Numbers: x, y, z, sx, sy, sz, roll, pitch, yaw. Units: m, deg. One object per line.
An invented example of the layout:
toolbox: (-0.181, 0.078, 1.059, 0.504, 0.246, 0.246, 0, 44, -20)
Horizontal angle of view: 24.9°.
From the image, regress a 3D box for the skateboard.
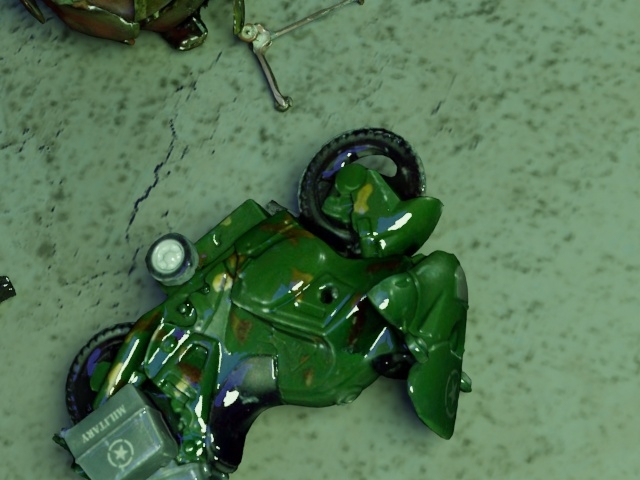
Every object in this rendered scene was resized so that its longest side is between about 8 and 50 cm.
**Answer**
skateboard: (-0.004, -0.129, 0.948, 0.083, 0.032, 0.064, -27, 75, 8)

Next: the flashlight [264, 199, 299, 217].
flashlight: (0.000, 0.000, 0.902, 0.083, 0.018, 0.018, 27, 84, 24)

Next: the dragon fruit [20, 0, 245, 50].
dragon fruit: (-0.138, -0.218, 0.945, 0.182, 0.182, 0.189, -21, 51, 9)

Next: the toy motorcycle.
toy motorcycle: (-0.024, 0.071, 0.831, 0.274, 0.125, 0.187, -38, 64, 6)

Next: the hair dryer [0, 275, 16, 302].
hair dryer: (-0.280, 0.073, 0.942, 0.181, 0.064, 0.117, -27, 66, 0)
